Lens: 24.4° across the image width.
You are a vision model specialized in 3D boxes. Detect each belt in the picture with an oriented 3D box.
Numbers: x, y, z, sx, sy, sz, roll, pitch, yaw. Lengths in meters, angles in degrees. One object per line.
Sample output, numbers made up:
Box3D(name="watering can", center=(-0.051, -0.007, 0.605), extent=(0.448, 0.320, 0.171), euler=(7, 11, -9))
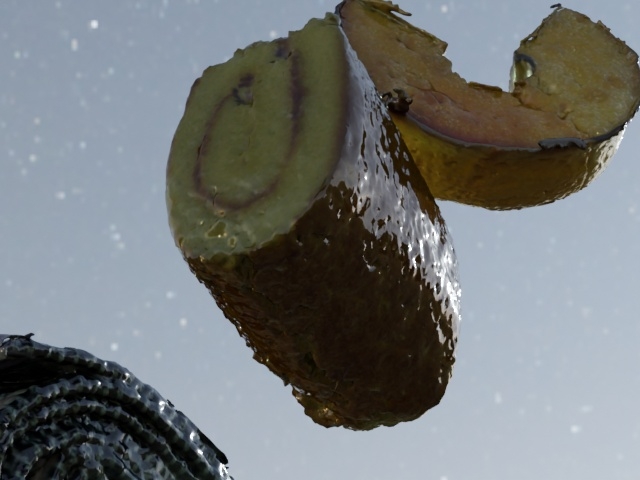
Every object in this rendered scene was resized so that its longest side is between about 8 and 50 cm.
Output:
Box3D(name="belt", center=(-0.178, 0.196, 0.958), extent=(0.160, 0.207, 0.295), euler=(-11, -42, 36))

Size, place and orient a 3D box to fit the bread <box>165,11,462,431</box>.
Box3D(name="bread", center=(0.000, 0.000, 0.697), extent=(0.103, 0.132, 0.172), euler=(-9, -37, 19))

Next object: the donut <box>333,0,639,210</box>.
Box3D(name="donut", center=(0.091, -0.074, 0.831), extent=(0.181, 0.146, 0.078), euler=(1, -49, -13))
